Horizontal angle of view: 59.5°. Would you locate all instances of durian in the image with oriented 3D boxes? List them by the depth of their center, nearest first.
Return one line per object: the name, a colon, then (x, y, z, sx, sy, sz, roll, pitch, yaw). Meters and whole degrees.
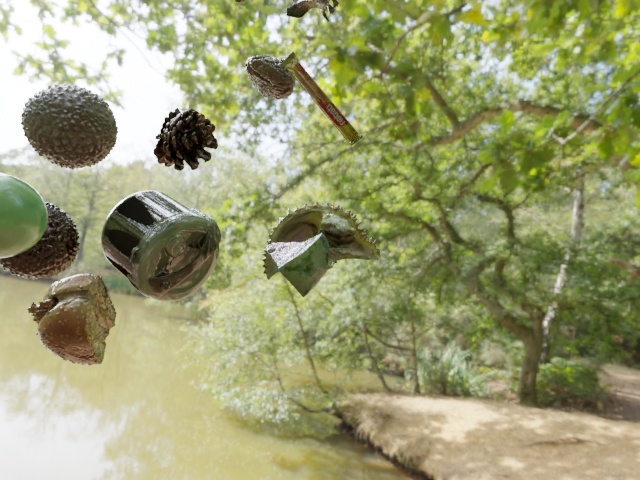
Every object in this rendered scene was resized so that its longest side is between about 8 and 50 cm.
durian: (0.000, 0.000, 1.434, 0.306, 0.166, 0.172, -1, -47, 10)

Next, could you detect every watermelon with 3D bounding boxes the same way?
watermelon: (-0.064, 0.060, 1.202, 0.158, 0.097, 0.121, -5, 32, 31)

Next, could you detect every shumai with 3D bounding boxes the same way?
shumai: (-0.165, -0.642, 2.106, 0.206, 0.175, 0.166, 29, -25, 10)

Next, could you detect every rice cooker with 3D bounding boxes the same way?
rice cooker: (-0.521, 0.020, 1.874, 0.325, 0.335, 0.335, 28, 6, 34)

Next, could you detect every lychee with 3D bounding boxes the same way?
lychee: (-0.875, 0.004, 1.709, 0.271, 0.271, 0.271, 9, -6, 1)
lychee: (-0.818, -0.383, 1.840, 0.300, 0.300, 0.300, 9, -6, 1)

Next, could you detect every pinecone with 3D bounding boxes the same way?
pinecone: (-0.370, -0.278, 1.552, 0.150, 0.179, 0.195, 25, -15, -37)

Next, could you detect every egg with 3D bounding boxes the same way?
egg: (-0.843, -0.064, 1.429, 0.270, 0.220, 0.220, 3, -5, -7)

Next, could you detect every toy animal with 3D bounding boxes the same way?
toy animal: (0.002, -0.943, 2.242, 0.160, 0.272, 0.197, 35, -10, 48)

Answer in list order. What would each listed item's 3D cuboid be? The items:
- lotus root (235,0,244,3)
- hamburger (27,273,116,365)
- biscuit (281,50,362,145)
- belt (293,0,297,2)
lotus root: (-0.312, -0.983, 2.220, 0.054, 0.099, 0.049, 30, -18, 7)
hamburger: (-0.978, 0.320, 2.187, 0.287, 0.268, 0.445, 4, -32, -5)
biscuit: (0.006, -0.370, 1.484, 0.292, 0.048, 0.026, 46, -25, -21)
belt: (-0.134, -0.890, 1.904, 0.053, 0.071, 0.232, -29, -26, 27)
